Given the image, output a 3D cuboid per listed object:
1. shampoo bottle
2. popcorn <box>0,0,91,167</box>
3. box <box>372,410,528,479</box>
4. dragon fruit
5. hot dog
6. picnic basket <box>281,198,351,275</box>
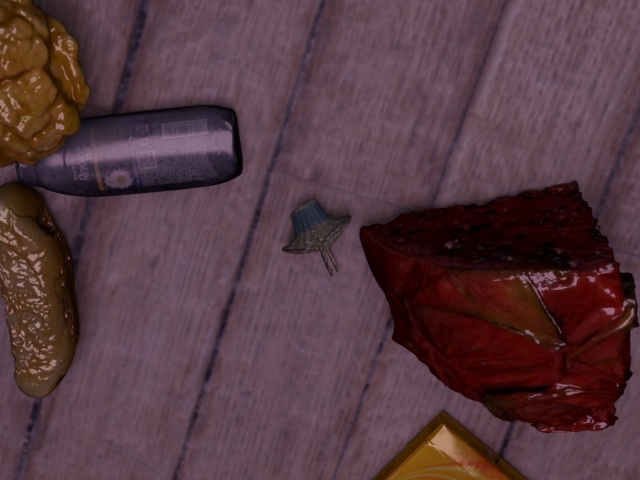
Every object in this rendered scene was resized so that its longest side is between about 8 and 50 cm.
[{"bbox_3d":[-0.201,-0.091,1.415,0.234,0.049,0.087,-6,107,4],"label":"shampoo bottle"},{"bbox_3d":[-0.312,-0.177,1.333,0.140,0.163,0.194,-23,80,-19],"label":"popcorn"},{"bbox_3d":[0.107,0.338,1.565,0.152,0.043,0.269,39,108,-11],"label":"box"},{"bbox_3d":[0.246,0.085,1.415,0.240,0.302,0.330,-44,123,-16],"label":"dragon fruit"},{"bbox_3d":[-0.302,0.054,1.455,0.073,0.084,0.242,-5,109,0],"label":"hot dog"},{"bbox_3d":[0.000,0.000,1.439,0.083,0.065,0.083,-29,85,2],"label":"picnic basket"}]
